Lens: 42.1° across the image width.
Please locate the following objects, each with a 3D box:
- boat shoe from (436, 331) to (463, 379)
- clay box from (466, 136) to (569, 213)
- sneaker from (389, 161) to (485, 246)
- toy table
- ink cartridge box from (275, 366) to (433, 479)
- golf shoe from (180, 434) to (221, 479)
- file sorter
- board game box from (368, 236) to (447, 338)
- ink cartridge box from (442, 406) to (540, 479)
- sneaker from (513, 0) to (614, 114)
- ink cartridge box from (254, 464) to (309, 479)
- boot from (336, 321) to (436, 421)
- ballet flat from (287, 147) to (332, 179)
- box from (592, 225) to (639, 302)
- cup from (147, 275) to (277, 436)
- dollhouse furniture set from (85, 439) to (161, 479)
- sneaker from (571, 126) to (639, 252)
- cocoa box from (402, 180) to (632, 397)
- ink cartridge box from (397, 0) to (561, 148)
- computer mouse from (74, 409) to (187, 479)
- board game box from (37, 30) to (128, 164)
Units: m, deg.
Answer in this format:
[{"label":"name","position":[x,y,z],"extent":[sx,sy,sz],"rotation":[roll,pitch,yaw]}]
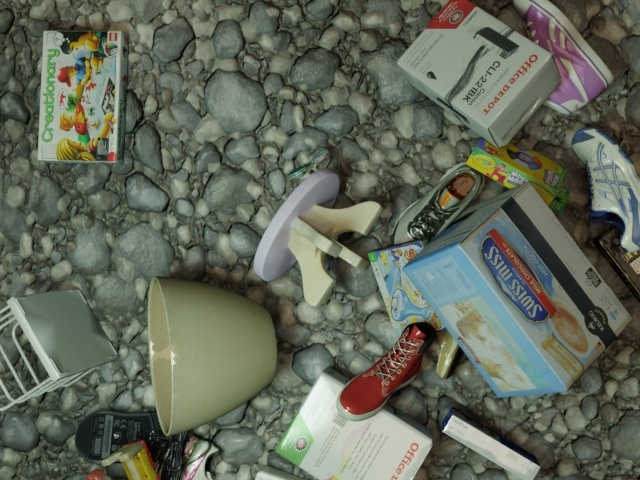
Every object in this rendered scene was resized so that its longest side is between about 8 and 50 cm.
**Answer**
[{"label":"boat shoe","position":[0.279,0.203,1.801],"extent":[0.072,0.068,0.190],"rotation":[18,81,20]},{"label":"clay box","position":[0.427,-0.149,1.748],"extent":[0.222,0.127,0.053],"rotation":[29,126,8]},{"label":"sneaker","position":[0.244,-0.063,1.784],"extent":[0.100,0.108,0.271],"rotation":[41,98,5]},{"label":"toy table","position":[0.000,0.000,1.768],"extent":[0.161,0.252,0.274],"rotation":[34,104,24]},{"label":"ink cartridge box","position":[0.077,0.433,1.791],"extent":[0.278,0.117,0.201],"rotation":[31,93,8]},{"label":"golf shoe","position":[-0.288,0.538,1.866],"extent":[0.086,0.067,0.186],"rotation":[21,92,7]},{"label":"file sorter","position":[-0.613,0.236,1.819],"extent":[0.173,0.278,0.193],"rotation":[-33,84,10]},{"label":"board game box","position":[0.195,0.103,1.776],"extent":[0.136,0.035,0.201],"rotation":[-15,98,35]},{"label":"ink cartridge box","position":[0.359,0.431,1.761],"extent":[0.207,0.097,0.046],"rotation":[30,93,7]},{"label":"sneaker","position":[0.471,-0.394,1.765],"extent":[0.161,0.102,0.282],"rotation":[-40,84,8]},{"label":"ink cartridge box","position":[-0.032,0.670,1.827],"extent":[0.296,0.066,0.261],"rotation":[17,91,9]},{"label":"boot","position":[0.138,0.258,1.701],"extent":[0.088,0.244,0.176],"rotation":[41,135,21]},{"label":"ballet flat","position":[-0.021,-0.160,1.860],"extent":[0.114,0.041,0.041],"rotation":[-36,84,7]},{"label":"box","position":[0.770,0.051,1.722],"extent":[0.257,0.079,0.322],"rotation":[-37,84,4]},{"label":"cup","position":[-0.226,0.234,1.766],"extent":[0.237,0.331,0.331],"rotation":[-3,88,-19]},{"label":"dollhouse furniture set","position":[-0.373,0.615,1.788],"extent":[0.201,0.152,0.374],"rotation":[-21,92,28]},{"label":"sneaker","position":[0.585,-0.107,1.694],"extent":[0.131,0.112,0.296],"rotation":[-35,56,7]},{"label":"cocoa box","position":[0.380,0.105,1.638],"extent":[0.228,0.231,0.347],"rotation":[-39,93,-26]},{"label":"ink cartridge box","position":[0.329,-0.353,1.730],"extent":[0.197,0.114,0.273],"rotation":[-49,61,4]},{"label":"computer mouse","position":[-0.420,0.455,1.874],"extent":[0.272,0.072,0.188],"rotation":[2,75,15]},{"label":"board game box","position":[-0.551,-0.332,1.932],"extent":[0.193,0.053,0.305],"rotation":[2,89,9]}]
